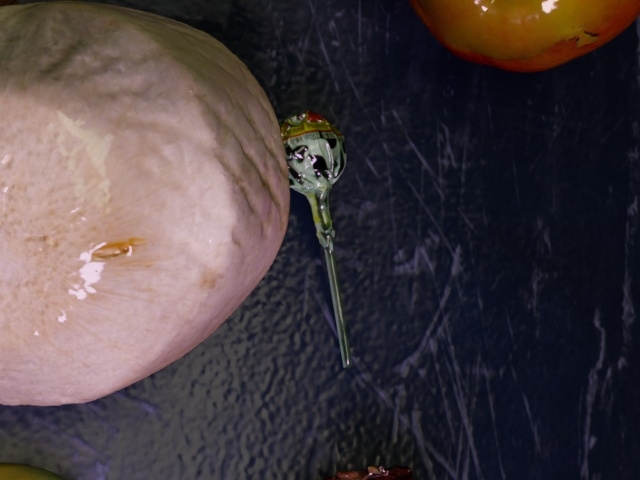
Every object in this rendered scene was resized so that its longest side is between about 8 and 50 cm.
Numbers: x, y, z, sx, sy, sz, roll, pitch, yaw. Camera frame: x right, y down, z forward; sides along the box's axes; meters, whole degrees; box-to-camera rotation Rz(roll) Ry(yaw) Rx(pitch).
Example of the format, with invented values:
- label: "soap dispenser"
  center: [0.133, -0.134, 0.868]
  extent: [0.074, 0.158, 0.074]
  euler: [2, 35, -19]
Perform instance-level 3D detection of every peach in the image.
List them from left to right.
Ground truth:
- label: "peach"
  center: [0.260, -0.386, 1.234]
  extent: [0.369, 0.370, 0.370]
  euler: [5, 75, -18]

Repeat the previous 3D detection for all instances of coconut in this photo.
- label: "coconut"
  center: [-0.223, -0.036, 0.962]
  extent: [0.344, 0.415, 0.415]
  euler: [41, 67, 1]

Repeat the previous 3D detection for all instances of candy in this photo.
- label: "candy"
  center: [0.000, 0.000, 1.179]
  extent: [0.091, 0.083, 0.306]
  euler: [-8, 87, -23]

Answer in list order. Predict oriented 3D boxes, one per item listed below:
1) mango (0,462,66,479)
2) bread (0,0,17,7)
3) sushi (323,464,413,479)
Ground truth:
- label: "mango"
  center: [-0.349, 0.288, 0.966]
  extent: [0.237, 0.091, 0.137]
  euler: [-35, 95, -30]
- label: "bread"
  center: [-0.452, -0.207, 0.958]
  extent: [0.207, 0.279, 0.279]
  euler: [47, 68, -1]
- label: "sushi"
  center: [0.050, 0.317, 1.064]
  extent: [0.172, 0.150, 0.153]
  euler: [-32, 101, 11]
